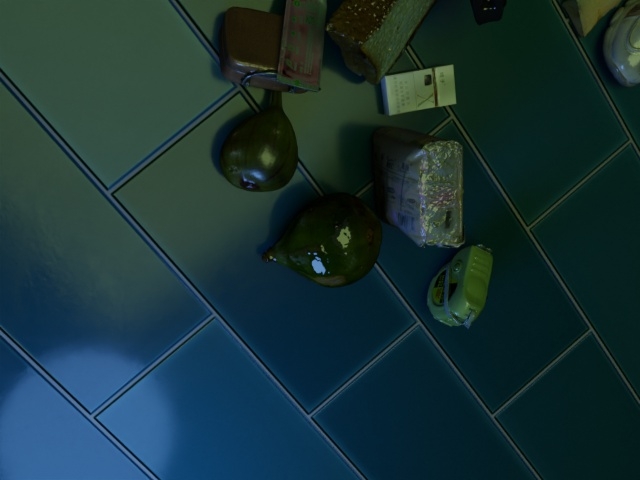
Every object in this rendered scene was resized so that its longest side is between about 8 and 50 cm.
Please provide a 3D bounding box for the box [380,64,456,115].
[{"bbox_3d":[0.206,-0.317,1.545,0.154,0.040,0.084,-12,105,-12],"label":"box"}]

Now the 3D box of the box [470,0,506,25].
[{"bbox_3d":[0.284,-0.584,1.339,0.073,0.289,0.290,-9,148,11],"label":"box"}]

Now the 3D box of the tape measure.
[{"bbox_3d":[0.304,0.112,1.615,0.087,0.154,0.177,28,64,-23],"label":"tape measure"}]

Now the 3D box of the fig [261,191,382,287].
[{"bbox_3d":[0.000,0.000,1.501,0.245,0.195,0.195,-4,107,20],"label":"fig"}]

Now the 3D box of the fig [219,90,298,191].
[{"bbox_3d":[-0.101,-0.220,1.450,0.151,0.151,0.259,22,73,-20],"label":"fig"}]

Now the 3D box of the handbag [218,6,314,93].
[{"bbox_3d":[-0.096,-0.357,1.397,0.193,0.072,0.151,10,65,-19],"label":"handbag"}]

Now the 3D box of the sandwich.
[{"bbox_3d":[0.142,-0.457,1.384,0.099,0.271,0.301,33,91,9],"label":"sandwich"}]

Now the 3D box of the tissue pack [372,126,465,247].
[{"bbox_3d":[0.185,-0.110,1.472,0.123,0.257,0.215,-8,106,-18],"label":"tissue pack"}]

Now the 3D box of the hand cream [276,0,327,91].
[{"bbox_3d":[-0.027,-0.409,1.383,0.079,0.050,0.275,4,73,7],"label":"hand cream"}]

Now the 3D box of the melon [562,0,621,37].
[{"bbox_3d":[0.622,-0.539,1.613,0.182,0.054,0.098,-42,115,-5],"label":"melon"}]

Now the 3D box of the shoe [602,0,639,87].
[{"bbox_3d":[0.782,-0.485,1.593,0.172,0.198,0.351,44,87,-20],"label":"shoe"}]
